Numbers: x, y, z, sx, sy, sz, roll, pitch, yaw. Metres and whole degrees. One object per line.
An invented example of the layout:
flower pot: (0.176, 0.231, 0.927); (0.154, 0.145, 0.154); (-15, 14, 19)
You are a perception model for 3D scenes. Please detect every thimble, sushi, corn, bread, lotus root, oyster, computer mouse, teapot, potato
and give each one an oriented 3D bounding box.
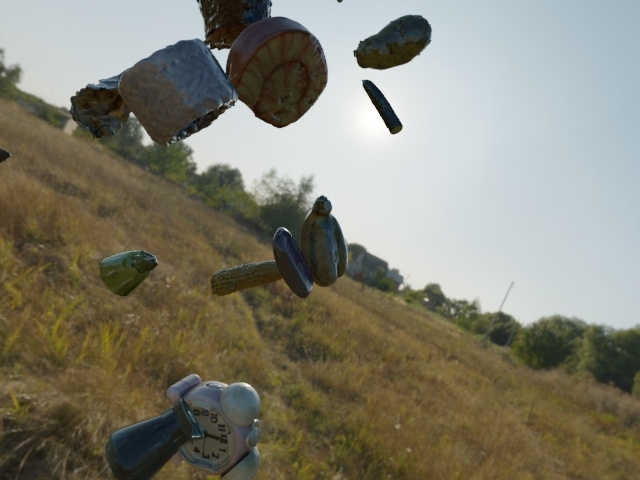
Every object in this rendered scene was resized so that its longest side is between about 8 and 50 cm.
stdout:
thimble: (-0.309, -0.327, 0.990); (0.157, 0.217, 0.245); (58, 28, -15)
sushi: (-0.277, -0.775, 1.524); (0.234, 0.208, 0.348); (-12, 20, -29)
corn: (-0.272, 0.138, 1.711); (0.312, 0.102, 0.102); (-12, 15, -22)
bread: (-0.120, -0.503, 1.337); (0.114, 0.295, 0.327); (50, 11, 29)
lotus root: (0.000, 0.000, 1.456); (0.140, 0.322, 0.158); (12, 33, 38)
oyster: (-0.682, -0.495, 1.482); (0.133, 0.337, 0.198); (45, -17, 9)
computer mouse: (-0.088, 0.071, 1.333); (0.120, 0.057, 0.232); (-75, 144, -54)
teapot: (-0.463, 0.556, 1.248); (0.171, 0.225, 0.203); (66, -18, -16)
potato: (0.196, -0.525, 1.181); (0.117, 0.225, 0.090); (62, -4, 6)

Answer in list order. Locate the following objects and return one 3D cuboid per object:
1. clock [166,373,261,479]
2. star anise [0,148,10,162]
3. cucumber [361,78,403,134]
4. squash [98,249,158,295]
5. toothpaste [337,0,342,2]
clock: (-0.355, 0.639, 1.508); (0.325, 0.342, 0.184); (4, 12, 27)
star anise: (-0.671, -0.195, 0.683); (0.331, 0.117, 0.332); (38, 18, -15)
cucumber: (0.257, -0.579, 1.871); (0.294, 0.067, 0.067); (63, 12, 18)
squash: (-0.419, 0.055, 1.010); (0.105, 0.132, 0.105); (51, 22, -31)
toothpaste: (0.049, -0.639, 0.967); (0.060, 0.234, 0.038); (3, 1, -35)
